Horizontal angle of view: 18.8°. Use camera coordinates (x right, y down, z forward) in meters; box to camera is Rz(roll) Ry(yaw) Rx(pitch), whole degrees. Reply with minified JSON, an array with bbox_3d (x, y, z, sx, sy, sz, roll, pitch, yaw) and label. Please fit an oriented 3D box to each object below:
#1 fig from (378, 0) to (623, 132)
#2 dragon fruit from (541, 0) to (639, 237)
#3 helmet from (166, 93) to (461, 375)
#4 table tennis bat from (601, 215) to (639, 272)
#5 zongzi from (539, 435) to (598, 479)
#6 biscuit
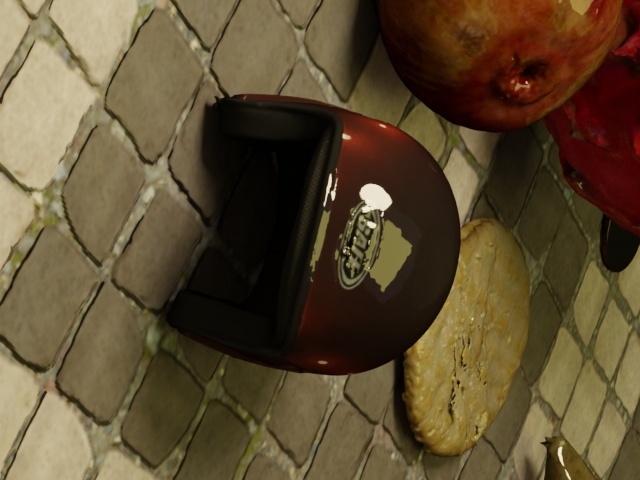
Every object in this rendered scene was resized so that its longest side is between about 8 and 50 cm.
[{"bbox_3d":[0.135,-0.192,1.505,0.205,0.205,0.205,-25,120,-53],"label":"fig"},{"bbox_3d":[0.336,-0.167,1.633,0.249,0.371,0.386,7,85,-66],"label":"dragon fruit"},{"bbox_3d":[0.000,0.000,1.349,0.216,0.193,0.189,179,-74,-79],"label":"helmet"},{"bbox_3d":[0.322,-0.044,1.995,0.095,0.014,0.158,20,84,-57],"label":"table tennis bat"},{"bbox_3d":[0.173,0.509,1.848,0.500,0.218,0.467,-42,109,-29],"label":"zongzi"},{"bbox_3d":[0.132,0.087,1.715,0.220,0.033,0.220,-24,118,-54],"label":"biscuit"}]
